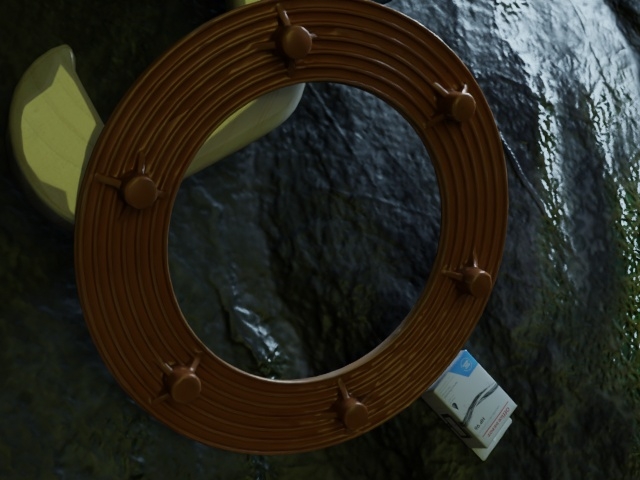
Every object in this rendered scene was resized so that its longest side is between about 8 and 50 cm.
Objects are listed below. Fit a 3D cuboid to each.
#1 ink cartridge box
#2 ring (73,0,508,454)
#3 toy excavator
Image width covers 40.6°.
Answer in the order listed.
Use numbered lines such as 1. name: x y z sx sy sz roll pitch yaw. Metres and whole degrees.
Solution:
1. ink cartridge box: 0.127 0.136 0.710 0.083 0.028 0.048 47 65 -8
2. ring: 0.000 0.000 0.608 0.336 0.032 0.337 -7 106 -25
3. toy excavator: -0.014 -0.233 0.649 0.432 0.222 0.445 -3 88 -23
